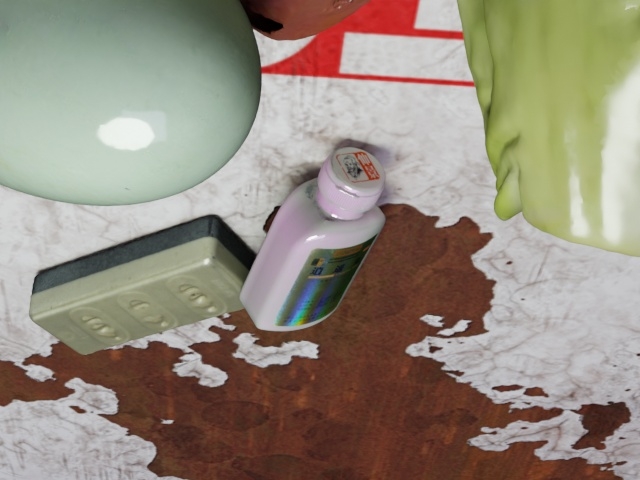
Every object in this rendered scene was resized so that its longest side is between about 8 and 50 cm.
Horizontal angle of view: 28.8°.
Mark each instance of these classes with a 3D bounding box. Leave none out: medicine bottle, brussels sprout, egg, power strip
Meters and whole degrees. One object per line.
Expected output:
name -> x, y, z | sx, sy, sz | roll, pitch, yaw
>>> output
medicine bottle -> 0.000, 0.000, 1.269 | 0.115, 0.078, 0.219 | -13, 147, -34
brussels sprout -> 0.256, -0.215, 0.744 | 0.342, 0.425, 0.361 | -5, 109, 39
egg -> -0.188, -0.144, 0.896 | 0.371, 0.230, 0.230 | 26, 162, 38
power strip -> -0.200, 0.056, 1.381 | 0.256, 0.070, 0.105 | -16, 141, 24

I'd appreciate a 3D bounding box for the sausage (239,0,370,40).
sausage -> 0.018, -0.255, 0.877 | 0.152, 0.152, 0.279 | 24, 137, -29
